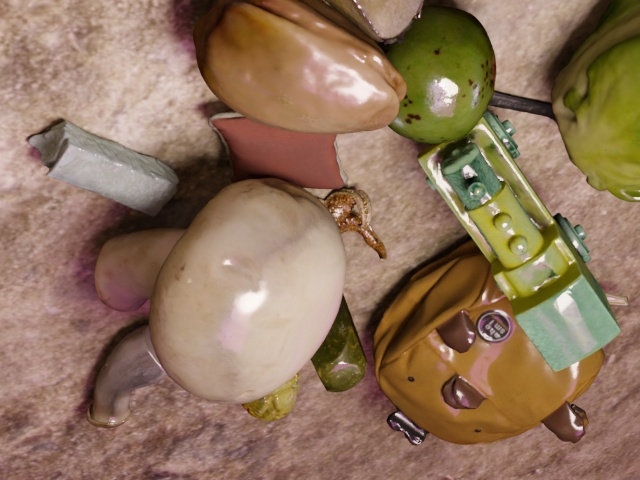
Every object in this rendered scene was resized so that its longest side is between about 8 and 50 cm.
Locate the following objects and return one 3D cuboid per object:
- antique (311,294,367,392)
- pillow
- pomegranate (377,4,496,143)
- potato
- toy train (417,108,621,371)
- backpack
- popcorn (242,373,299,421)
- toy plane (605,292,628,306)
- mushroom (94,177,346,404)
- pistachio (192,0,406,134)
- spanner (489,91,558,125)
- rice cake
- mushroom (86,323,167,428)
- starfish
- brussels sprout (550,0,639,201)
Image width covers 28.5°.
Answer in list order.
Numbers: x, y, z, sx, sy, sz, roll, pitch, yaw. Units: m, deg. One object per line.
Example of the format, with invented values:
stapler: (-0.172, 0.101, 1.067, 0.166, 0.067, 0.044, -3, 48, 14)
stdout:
antique: (0.010, 0.126, 1.907, 0.080, 0.221, 0.081, -24, 140, 3)
pillow: (-0.052, -0.128, 1.691, 0.171, 0.075, 0.179, 0, 151, 7)
pomegranate: (0.112, -0.216, 1.614, 0.224, 0.181, 0.181, 9, 140, 9)
potato: (0.034, -0.354, 1.465, 0.138, 0.098, 0.243, -50, 128, -9)
toy train: (0.264, -0.022, 1.749, 0.150, 0.237, 0.369, -33, 107, 13)
backpack: (0.267, 0.187, 2.044, 0.353, 0.201, 0.378, 39, 121, -7)
popcorn: (-0.089, 0.239, 2.096, 0.106, 0.116, 0.121, -45, 99, -15)
toy plane: (0.411, 0.116, 2.176, 0.229, 0.092, 0.244, -18, 145, 16)
mushroom: (-0.119, 0.087, 1.695, 0.356, 0.315, 0.315, -34, 139, 24)
pistachio: (-0.030, -0.206, 1.517, 0.260, 0.163, 0.213, 32, 160, -7)
spanner: (0.279, -0.197, 1.815, 0.254, 0.015, 0.054, 7, 131, -30)
rice cake: (-0.277, -0.094, 1.654, 0.069, 0.063, 0.206, -43, 136, 22)
mushroom: (-0.308, 0.219, 1.990, 0.092, 0.081, 0.223, 28, 126, -19)
starfish: (-0.001, 0.001, 1.866, 0.189, 0.074, 0.146, -16, 131, -5)
brussels sprout: (0.496, -0.220, 1.694, 0.371, 0.276, 0.315, -17, 154, 10)
